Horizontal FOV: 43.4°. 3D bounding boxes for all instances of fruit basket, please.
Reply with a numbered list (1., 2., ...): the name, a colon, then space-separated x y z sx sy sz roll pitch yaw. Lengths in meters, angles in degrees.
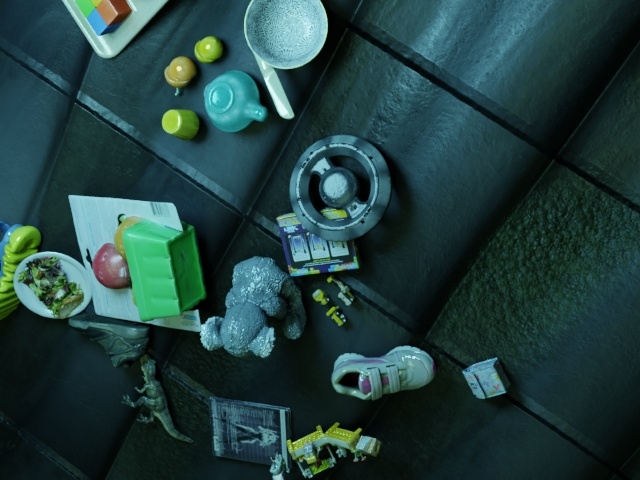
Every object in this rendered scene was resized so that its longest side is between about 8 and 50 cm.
1. fruit basket: -0.443 0.049 1.937 0.352 0.165 0.327 7 114 37

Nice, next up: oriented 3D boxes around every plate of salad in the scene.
1. plate of salad: -0.686 0.121 2.060 0.199 0.048 0.200 -1 118 -2

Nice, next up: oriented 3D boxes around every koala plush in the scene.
1. koala plush: -0.156 0.169 1.784 0.196 0.221 0.203 11 131 18

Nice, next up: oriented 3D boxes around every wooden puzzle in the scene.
1. wooden puzzle: -0.467 -0.605 1.719 0.347 0.080 0.322 -29 95 38

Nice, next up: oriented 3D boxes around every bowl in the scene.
1. bowl: -0.065 -0.435 1.645 0.170 0.080 0.170 1 98 6

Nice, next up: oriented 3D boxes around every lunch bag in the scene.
1. lunch bag: 0.360 0.305 1.755 0.083 0.053 0.071 -23 97 35

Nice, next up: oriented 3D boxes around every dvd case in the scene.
1. dvd case: -0.176 0.485 2.035 0.221 0.018 0.165 4 107 20

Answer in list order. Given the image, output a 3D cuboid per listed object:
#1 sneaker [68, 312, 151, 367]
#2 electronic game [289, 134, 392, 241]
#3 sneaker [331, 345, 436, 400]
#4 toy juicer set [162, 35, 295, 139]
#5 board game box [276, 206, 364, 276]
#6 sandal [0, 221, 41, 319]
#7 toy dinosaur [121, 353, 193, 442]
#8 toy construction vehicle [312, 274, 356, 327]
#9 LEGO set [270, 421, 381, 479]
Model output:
1. sneaker: -0.544 0.259 2.060 0.227 0.087 0.130 9 104 12
2. electronic game: 0.041 -0.111 1.711 0.229 0.048 0.230 -1 86 21
3. sneaker: 0.135 0.309 1.807 0.252 0.111 0.103 -12 103 23
4. toy juicer set: -0.195 -0.339 1.742 0.328 0.089 0.209 -5 88 25
5. board game box: 0.000 0.000 1.792 0.170 0.048 0.141 -7 103 22
6. sandal: -0.838 0.075 2.100 0.138 0.126 0.318 31 107 14
7. toy dinosaur: -0.438 0.429 2.094 0.118 0.064 0.268 -18 104 18
8. toy construction vehicle: 0.037 0.136 1.835 0.098 0.035 0.086 44 128 5
9. LEGO set: 0.028 0.517 1.917 0.286 0.132 0.107 -18 109 18
